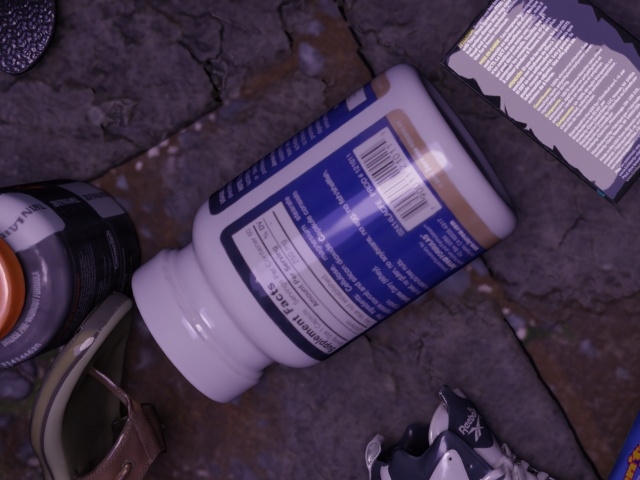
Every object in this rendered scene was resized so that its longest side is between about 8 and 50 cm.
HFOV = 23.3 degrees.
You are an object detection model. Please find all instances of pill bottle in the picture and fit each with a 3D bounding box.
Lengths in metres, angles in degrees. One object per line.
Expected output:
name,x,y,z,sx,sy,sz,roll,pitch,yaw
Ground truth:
pill bottle,0.000,0.000,1.155,0.265,0.153,0.153,-34,89,11
pill bottle,-0.227,0.024,1.148,0.130,0.246,0.130,1,95,9

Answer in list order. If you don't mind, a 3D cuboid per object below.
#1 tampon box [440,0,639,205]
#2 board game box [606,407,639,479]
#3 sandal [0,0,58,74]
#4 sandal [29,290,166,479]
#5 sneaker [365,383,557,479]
tampon box,0.184,-0.117,1.130,0.161,0.120,0.101,40,100,4
board game box,0.371,0.231,1.104,0.347,0.078,0.233,22,98,-9
sandal,-0.247,-0.217,1.241,0.067,0.040,0.179,-15,78,5
sandal,-0.160,0.167,1.189,0.086,0.120,0.302,15,124,13
sneaker,0.140,0.180,1.176,0.235,0.094,0.153,-7,102,20
